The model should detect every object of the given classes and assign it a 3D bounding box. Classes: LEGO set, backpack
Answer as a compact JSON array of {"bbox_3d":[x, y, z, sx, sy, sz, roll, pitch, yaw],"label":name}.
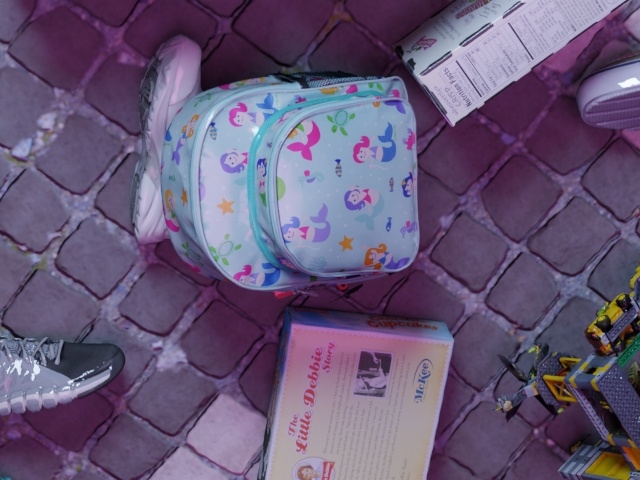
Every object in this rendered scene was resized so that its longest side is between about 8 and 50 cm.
[{"bbox_3d":[0.359,0.187,1.888,0.331,0.192,0.255,48,67,-22],"label":"LEGO set"},{"bbox_3d":[-0.027,-0.057,1.676,0.253,0.191,0.225,-5,99,-23],"label":"backpack"}]

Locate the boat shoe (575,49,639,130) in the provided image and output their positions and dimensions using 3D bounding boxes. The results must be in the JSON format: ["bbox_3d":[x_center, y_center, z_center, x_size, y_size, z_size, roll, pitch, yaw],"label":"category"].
[{"bbox_3d":[0.415,-0.194,1.786,0.302,0.094,0.109,-12,153,-4],"label":"boat shoe"}]

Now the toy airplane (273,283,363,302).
[{"bbox_3d":[0.000,0.000,1.823,0.151,0.028,0.151,-4,106,-12],"label":"toy airplane"}]

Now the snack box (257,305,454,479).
[{"bbox_3d":[0.029,0.240,1.892,0.187,0.060,0.322,7,108,-10],"label":"snack box"}]

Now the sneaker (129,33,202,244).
[{"bbox_3d":[-0.135,-0.105,1.748,0.115,0.090,0.232,2,117,-15],"label":"sneaker"}]

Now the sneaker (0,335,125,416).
[{"bbox_3d":[-0.334,0.117,1.790,0.228,0.086,0.132,-15,108,-1],"label":"sneaker"}]

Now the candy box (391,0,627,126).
[{"bbox_3d":[0.196,-0.226,1.704,0.233,0.159,0.071,-35,108,6],"label":"candy box"}]

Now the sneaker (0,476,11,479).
[{"bbox_3d":[-0.392,0.295,1.850,0.110,0.107,0.275,-38,115,-15],"label":"sneaker"}]
